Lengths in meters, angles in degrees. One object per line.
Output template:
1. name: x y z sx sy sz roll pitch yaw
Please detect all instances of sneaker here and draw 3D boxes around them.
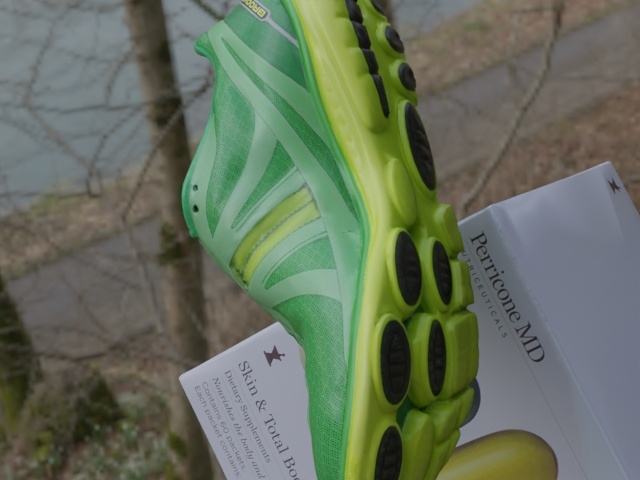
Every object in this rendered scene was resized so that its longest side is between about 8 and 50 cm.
1. sneaker: 0.000 0.000 0.718 0.123 0.295 0.109 -22 -26 28

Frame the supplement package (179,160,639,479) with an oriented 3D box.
1. supplement package: 0.093 0.103 0.914 0.263 0.199 0.198 -30 -7 33
